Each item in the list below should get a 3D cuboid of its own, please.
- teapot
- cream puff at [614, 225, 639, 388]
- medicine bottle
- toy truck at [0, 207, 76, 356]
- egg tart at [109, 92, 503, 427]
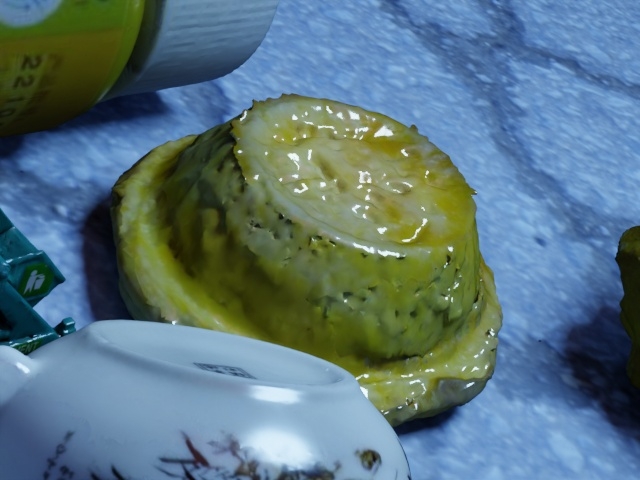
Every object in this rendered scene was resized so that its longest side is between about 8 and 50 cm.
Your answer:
[{"bbox_3d":[-0.080,0.119,0.835,0.299,0.166,0.208,-1,20,-19],"label":"teapot"},{"bbox_3d":[0.312,0.031,1.131,0.244,0.244,0.196,35,46,18],"label":"cream puff"},{"bbox_3d":[-0.218,-0.174,1.098,0.384,0.224,0.224,-13,46,-46],"label":"medicine bottle"},{"bbox_3d":[-0.223,0.039,0.869,0.216,0.116,0.110,-15,48,-46],"label":"toy truck"},{"bbox_3d":[0.000,0.000,1.088,0.288,0.118,0.288,16,36,-12],"label":"egg tart"}]
